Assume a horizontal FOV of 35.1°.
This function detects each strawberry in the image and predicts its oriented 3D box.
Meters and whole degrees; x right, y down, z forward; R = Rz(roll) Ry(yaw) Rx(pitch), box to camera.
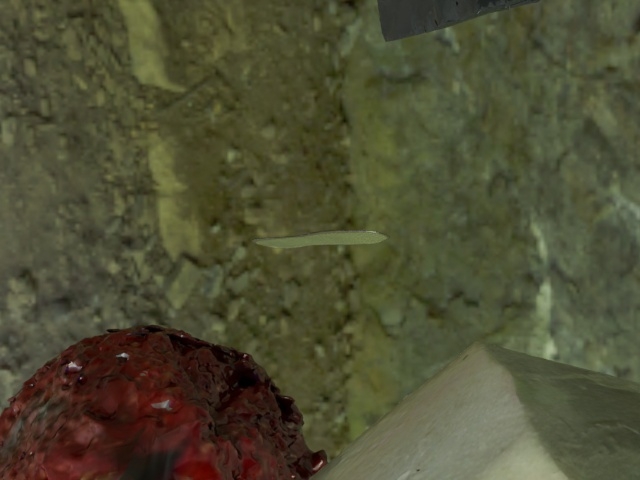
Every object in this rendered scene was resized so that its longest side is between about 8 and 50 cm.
[{"bbox_3d":[-0.117,0.171,0.718,0.220,0.274,0.274,102,0,-48],"label":"strawberry"}]

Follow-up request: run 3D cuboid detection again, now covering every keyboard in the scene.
[{"bbox_3d":[0.080,-0.172,0.635,0.196,0.015,0.074,-173,-104,-67],"label":"keyboard"}]

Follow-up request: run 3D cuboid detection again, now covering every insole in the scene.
[{"bbox_3d":[0.000,0.000,1.393,0.086,0.253,0.005,15,77,-39],"label":"insole"}]

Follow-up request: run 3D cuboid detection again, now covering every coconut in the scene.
[{"bbox_3d":[0.098,0.161,0.456,0.241,0.241,0.241,0,90,-77],"label":"coconut"}]
